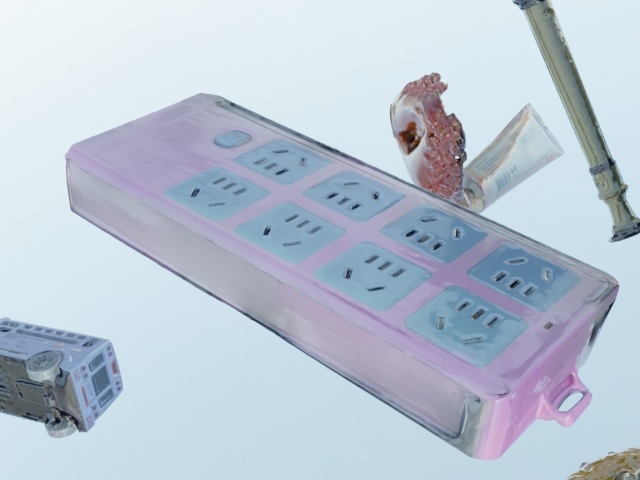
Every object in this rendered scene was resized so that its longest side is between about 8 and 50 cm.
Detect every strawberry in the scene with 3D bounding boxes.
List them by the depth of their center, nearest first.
[{"bbox_3d":[0.082,-0.078,0.695,0.048,0.104,0.152,-16,169,6],"label":"strawberry"}]

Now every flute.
[{"bbox_3d":[0.141,-0.109,0.541,0.027,0.233,0.027,-23,-177,1],"label":"flute"}]

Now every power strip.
[{"bbox_3d":[0.000,0.000,0.426,0.278,0.038,0.109,28,-140,30],"label":"power strip"}]

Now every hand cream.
[{"bbox_3d":[0.182,-0.078,0.902,0.209,0.067,0.043,-35,179,-44],"label":"hand cream"}]

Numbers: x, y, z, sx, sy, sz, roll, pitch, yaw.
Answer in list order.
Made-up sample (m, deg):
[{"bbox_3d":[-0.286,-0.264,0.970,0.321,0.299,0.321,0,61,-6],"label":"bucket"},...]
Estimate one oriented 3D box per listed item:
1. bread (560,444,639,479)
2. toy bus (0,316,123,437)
[{"bbox_3d":[0.247,0.287,0.662,0.274,0.274,0.149,-49,178,-23],"label":"bread"},{"bbox_3d":[-0.258,0.113,0.788,0.167,0.073,0.076,8,-149,26],"label":"toy bus"}]
